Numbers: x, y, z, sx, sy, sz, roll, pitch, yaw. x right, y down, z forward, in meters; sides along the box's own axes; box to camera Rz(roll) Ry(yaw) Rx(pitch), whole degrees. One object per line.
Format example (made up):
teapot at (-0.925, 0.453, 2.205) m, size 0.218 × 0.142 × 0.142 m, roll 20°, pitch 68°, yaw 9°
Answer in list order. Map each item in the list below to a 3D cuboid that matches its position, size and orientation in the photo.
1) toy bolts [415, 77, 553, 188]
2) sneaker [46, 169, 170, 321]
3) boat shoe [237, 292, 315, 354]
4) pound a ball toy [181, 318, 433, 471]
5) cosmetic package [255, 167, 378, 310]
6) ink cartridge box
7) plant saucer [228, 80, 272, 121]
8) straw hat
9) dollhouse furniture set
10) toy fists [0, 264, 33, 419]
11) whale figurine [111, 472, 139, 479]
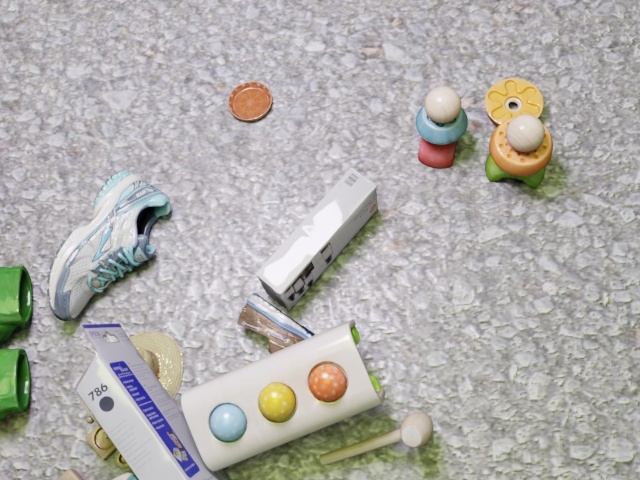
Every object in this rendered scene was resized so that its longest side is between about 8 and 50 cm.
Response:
toy bolts at (0.277, -0.214, 1.306) m, size 0.229 × 0.158 × 0.218 m, roll 8°, pitch 69°, yaw 10°
sneaker at (-0.355, 0.015, 1.320) m, size 0.122 × 0.110 × 0.283 m, roll 22°, pitch 73°, yaw 11°
boat shoe at (-0.053, 0.161, 1.253) m, size 0.183 × 0.066 × 0.066 m, roll 33°, pitch 87°, yaw 21°
pound a ball toy at (-0.018, 0.255, 1.138) m, size 0.319 × 0.136 × 0.208 m, roll -23°, pitch 87°, yaw 9°
cosmetic package at (0.000, 0.000, 1.288) m, size 0.060 × 0.099 × 0.239 m, roll 38°, pitch 78°, yaw 16°
ink cartridge box at (-0.249, 0.270, 1.132) m, size 0.065 × 0.165 × 0.332 m, roll -37°, pitch 82°, yaw 1°
plant saucer at (-0.131, -0.258, 1.452) m, size 0.084 × 0.013 × 0.083 m, roll -2°, pitch 67°, yaw 6°
straw hat at (-0.295, 0.208, 1.259) m, size 0.145 × 0.061 × 0.144 m, roll -2°, pitch 68°, yaw 5°
dollhouse furniture set at (-0.348, 0.352, 1.173) m, size 0.151 × 0.123 × 0.144 m, roll -44°, pitch 70°, yaw -11°
toy fists at (-0.558, 0.172, 1.289) m, size 0.142 × 0.096 × 0.279 m, roll -6°, pitch 66°, yaw -4°
whale figurine at (-0.297, 0.453, 1.063) m, size 0.141 × 0.216 × 0.272 m, roll 30°, pitch 113°, yaw 16°
